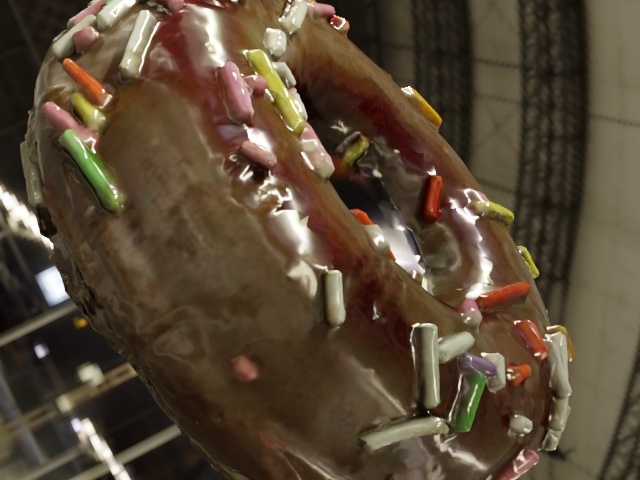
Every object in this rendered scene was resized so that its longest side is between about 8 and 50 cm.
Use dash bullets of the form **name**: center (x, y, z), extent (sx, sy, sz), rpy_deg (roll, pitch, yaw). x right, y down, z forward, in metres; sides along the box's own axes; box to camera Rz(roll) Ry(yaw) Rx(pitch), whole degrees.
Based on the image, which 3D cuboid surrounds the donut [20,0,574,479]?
- **donut**: center (0.000, 0.000, 0.589), extent (0.269, 0.103, 0.270), rpy_deg (43, 24, -24)
